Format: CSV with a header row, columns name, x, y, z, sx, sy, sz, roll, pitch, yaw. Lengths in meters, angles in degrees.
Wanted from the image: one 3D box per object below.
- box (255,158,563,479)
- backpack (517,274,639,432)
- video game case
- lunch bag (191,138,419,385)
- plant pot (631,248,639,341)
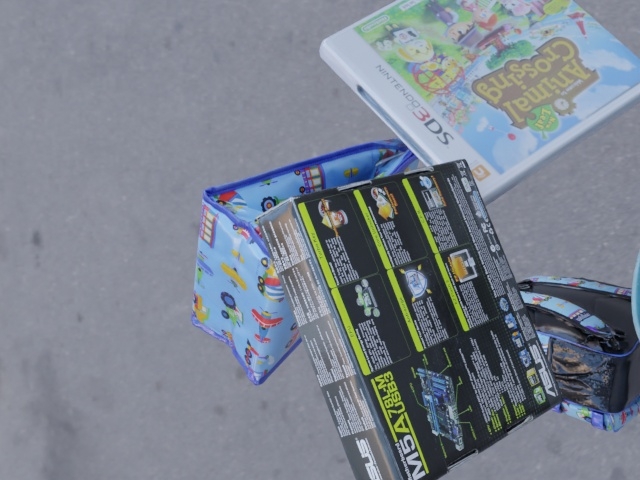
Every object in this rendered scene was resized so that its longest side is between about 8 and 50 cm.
name,x,y,z,sx,sy,sz,roll,pitch,yaw
box,0.066,0.050,0.630,0.045,0.184,0.191,-27,82,47
backpack,0.262,0.106,1.005,0.173,0.158,0.117,15,116,37
video game case,0.140,-0.144,0.790,0.193,0.212,0.023,49,157,21
lunch bag,0.000,0.000,1.161,0.138,0.293,0.221,41,141,25
plant pot,0.447,0.042,0.780,0.255,0.272,0.272,27,124,-13
